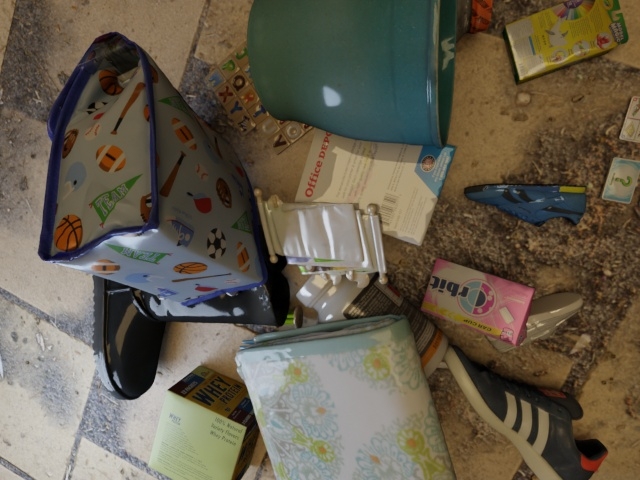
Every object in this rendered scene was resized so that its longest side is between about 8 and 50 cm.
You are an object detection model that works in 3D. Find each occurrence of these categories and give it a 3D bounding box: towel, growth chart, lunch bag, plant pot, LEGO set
[{"bbox_3d":[0.030,0.311,0.756,0.374,0.090,0.321,-17,94,34],"label":"towel"},{"bbox_3d":[0.000,0.000,0.727,0.237,0.021,0.172,8,122,19],"label":"growth chart"},{"bbox_3d":[-0.276,-0.112,0.745,0.238,0.328,0.386,-15,68,13],"label":"lunch bag"},{"bbox_3d":[0.049,-0.267,0.589,0.255,0.271,0.272,5,98,20],"label":"plant pot"},{"bbox_3d":[0.612,-0.170,0.711,0.182,0.060,0.245,13,100,9],"label":"LEGO set"}]

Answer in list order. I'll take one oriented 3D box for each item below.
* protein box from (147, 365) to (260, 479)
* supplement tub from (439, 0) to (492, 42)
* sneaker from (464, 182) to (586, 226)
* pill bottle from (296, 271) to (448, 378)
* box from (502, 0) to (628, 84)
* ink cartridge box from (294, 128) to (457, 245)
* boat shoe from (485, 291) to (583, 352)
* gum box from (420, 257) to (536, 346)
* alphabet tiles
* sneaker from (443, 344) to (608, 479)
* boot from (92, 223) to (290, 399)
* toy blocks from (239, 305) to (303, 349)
[{"bbox_3d":[-0.251,0.435,0.966,0.199,0.136,0.201,19,102,12],"label":"protein box"},{"bbox_3d":[0.122,-0.417,0.732,0.315,0.193,0.194,-4,96,14],"label":"supplement tub"},{"bbox_3d":[0.373,-0.065,0.778,0.209,0.069,0.082,5,102,14],"label":"sneaker"},{"bbox_3d":[0.096,0.155,0.828,0.278,0.162,0.162,43,105,6],"label":"pill bottle"},{"bbox_3d":[0.427,-0.359,0.741,0.179,0.043,0.105,-15,93,18],"label":"box"},{"bbox_3d":[0.100,-0.111,0.768,0.232,0.168,0.171,20,98,11],"label":"ink cartridge box"},{"bbox_3d":[0.410,0.161,0.802,0.184,0.066,0.063,-32,99,15],"label":"boat shoe"},{"bbox_3d":[0.299,0.112,0.791,0.188,0.062,0.107,19,95,29],"label":"gum box"},{"bbox_3d":[-0.112,-0.314,0.901,0.198,0.009,0.237,-34,88,16],"label":"alphabet tiles"},{"bbox_3d":[0.387,0.308,0.802,0.148,0.131,0.350,-43,91,8],"label":"sneaker"},{"bbox_3d":[-0.277,0.169,0.935,0.444,0.146,0.367,-7,94,14],"label":"boot"},{"bbox_3d":[-0.113,0.205,0.944,0.148,0.054,0.123,-3,97,15],"label":"toy blocks"}]
